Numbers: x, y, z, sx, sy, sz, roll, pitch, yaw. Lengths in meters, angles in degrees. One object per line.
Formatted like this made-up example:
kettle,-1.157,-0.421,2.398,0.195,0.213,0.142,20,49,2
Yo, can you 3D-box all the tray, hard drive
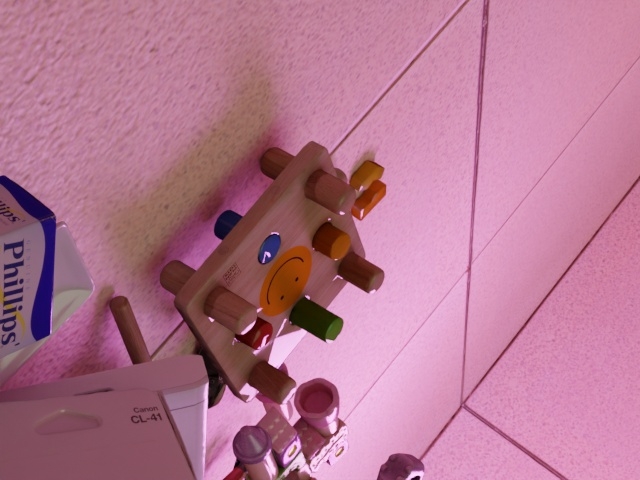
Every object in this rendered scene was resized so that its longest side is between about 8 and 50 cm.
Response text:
tray,-0.320,0.102,1.096,0.270,0.030,0.145,-48,159,-20
hard drive,-0.245,0.259,1.340,0.233,0.047,0.353,-11,145,-15

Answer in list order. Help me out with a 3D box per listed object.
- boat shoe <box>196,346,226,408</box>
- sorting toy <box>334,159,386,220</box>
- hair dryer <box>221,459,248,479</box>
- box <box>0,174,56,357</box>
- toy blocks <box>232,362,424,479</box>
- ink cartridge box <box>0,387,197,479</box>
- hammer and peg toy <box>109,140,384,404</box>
boat shoe,-0.150,0.185,1.594,0.049,0.056,0.152,-45,159,-40
sorting toy,0.000,0.000,1.663,0.307,0.041,0.229,-47,159,-22
hair dryer,-0.187,0.422,1.877,0.293,0.080,0.224,-51,167,-57
box,-0.286,0.034,0.957,0.137,0.072,0.126,-27,138,-44
toy blocks,-0.055,0.314,1.662,0.288,0.309,0.260,-47,149,-23
ink cartridge box,-0.285,0.295,1.188,0.226,0.131,0.306,-3,140,-36
hammer and peg toy,-0.083,0.081,1.407,0.361,0.127,0.266,-50,149,-19
